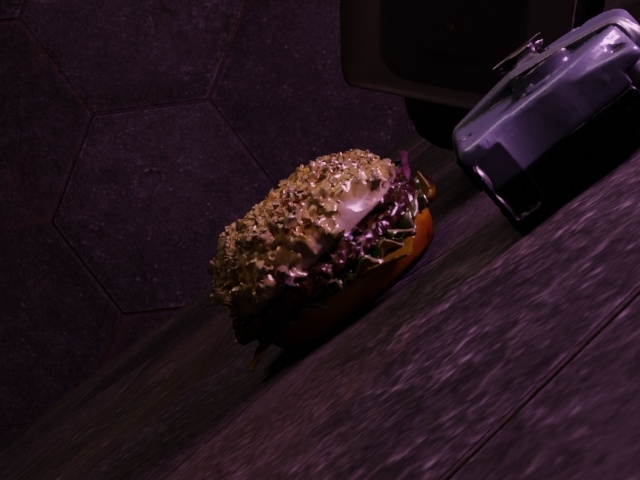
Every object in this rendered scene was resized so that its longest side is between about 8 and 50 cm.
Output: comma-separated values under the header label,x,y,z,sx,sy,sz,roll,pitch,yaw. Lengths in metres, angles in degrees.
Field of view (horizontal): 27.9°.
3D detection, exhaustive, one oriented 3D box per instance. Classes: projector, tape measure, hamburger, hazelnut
label,x,y,z,sx,sy,sz,roll,pitch,yaw
projector,0.177,-0.290,1.395,0.248,0.249,0.248,-60,-24,-45
tape measure,0.188,-0.102,1.015,0.182,0.107,0.181,-40,10,3
hamburger,0.000,0.000,1.245,0.243,0.139,0.262,-37,5,21
hazelnut,0.190,-0.191,1.609,0.170,0.160,0.201,-65,-10,6
